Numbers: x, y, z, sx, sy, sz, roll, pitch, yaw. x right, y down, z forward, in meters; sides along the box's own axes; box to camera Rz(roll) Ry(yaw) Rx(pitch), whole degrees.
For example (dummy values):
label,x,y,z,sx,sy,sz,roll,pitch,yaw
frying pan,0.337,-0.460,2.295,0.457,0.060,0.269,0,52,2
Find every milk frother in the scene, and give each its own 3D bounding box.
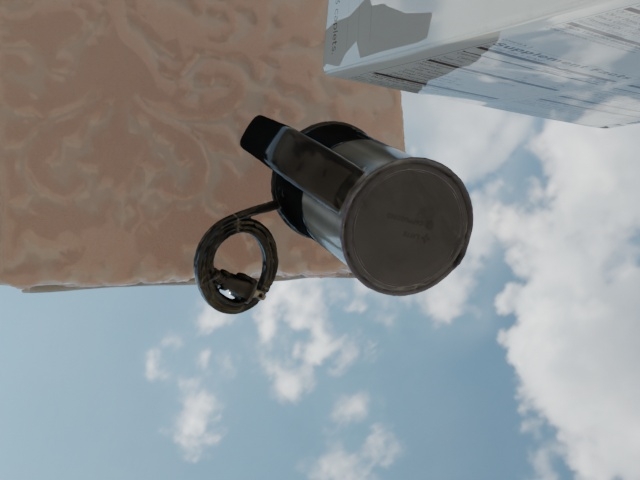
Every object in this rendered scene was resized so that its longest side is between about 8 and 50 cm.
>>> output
label,x,y,z,sx,sy,sz,roll,pitch,yaw
milk frother,0.000,0.000,0.646,0.129,0.135,0.143,12,-80,-22

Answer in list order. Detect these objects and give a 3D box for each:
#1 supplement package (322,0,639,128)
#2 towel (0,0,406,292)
label,x,y,z,sx,sy,sz,roll,pitch,yaw
supplement package,0.154,-0.169,0.451,0.198,0.263,0.199,6,-92,-28
towel,-0.093,-0.120,0.819,0.332,0.053,0.317,-1,-99,-18
